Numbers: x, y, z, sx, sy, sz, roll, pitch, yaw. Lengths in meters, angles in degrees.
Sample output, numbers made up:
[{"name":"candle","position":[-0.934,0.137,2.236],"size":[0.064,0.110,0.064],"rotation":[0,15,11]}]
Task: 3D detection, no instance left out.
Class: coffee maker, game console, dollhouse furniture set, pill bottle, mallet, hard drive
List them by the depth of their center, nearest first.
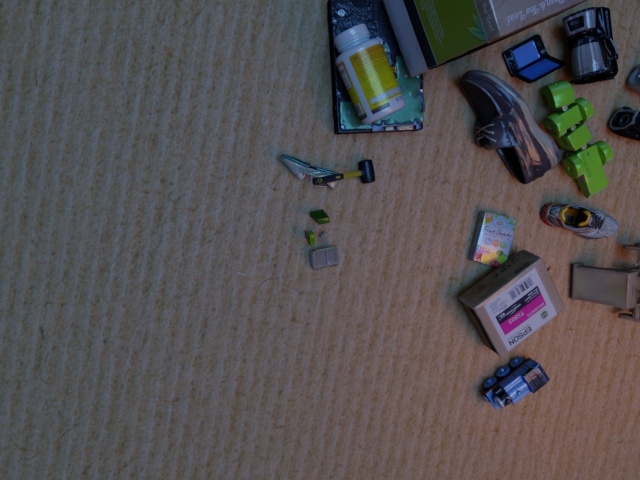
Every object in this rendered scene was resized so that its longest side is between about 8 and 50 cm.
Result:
[{"name":"pill bottle","position":[0.112,-0.396,1.233],"size":[0.117,0.117,0.215],"rotation":[-26,100,-6]},{"name":"mallet","position":[0.061,-0.175,1.319],"size":[0.189,0.039,0.063],"rotation":[-6,95,-33]},{"name":"hard drive","position":[0.143,-0.449,1.324],"size":[0.236,0.064,0.339],"rotation":[-5,96,-9]},{"name":"dollhouse furniture set","position":[0.000,0.000,1.366],"size":[0.076,0.058,0.152],"rotation":[-13,117,-15]},{"name":"game console","position":[0.574,-0.490,1.387],"size":[0.122,0.071,0.107],"rotation":[-28,100,-6]},{"name":"coffee maker","position":[0.727,-0.521,1.392],"size":[0.120,0.171,0.179],"rotation":[-8,94,29]},{"name":"dollhouse furniture set","position":[0.872,0.119,1.488],"size":[0.241,0.161,0.212],"rotation":[-4,97,-31]}]

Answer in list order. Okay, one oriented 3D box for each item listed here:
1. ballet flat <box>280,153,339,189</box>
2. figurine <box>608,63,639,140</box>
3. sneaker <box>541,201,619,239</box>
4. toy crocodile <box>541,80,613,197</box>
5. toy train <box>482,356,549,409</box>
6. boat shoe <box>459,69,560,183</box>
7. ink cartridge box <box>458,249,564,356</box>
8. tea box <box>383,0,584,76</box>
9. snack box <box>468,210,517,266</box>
[{"name":"ballet flat","position":[-0.030,-0.172,1.328],"size":[0.168,0.057,0.053],"rotation":[18,102,-10]},{"name":"figurine","position":[0.955,-0.365,1.463],"size":[0.209,0.092,0.215],"rotation":[23,91,-19]},{"name":"sneaker","position":[0.741,-0.050,1.448],"size":[0.225,0.092,0.088],"rotation":[9,94,-11]},{"name":"toy crocodile","position":[0.700,-0.277,1.422],"size":[0.115,0.105,0.341],"rotation":[-32,104,-1]},{"name":"toy train","position":[0.545,0.402,1.454],"size":[0.184,0.105,0.080],"rotation":[-35,100,-5]},{"name":"boat shoe","position":[0.485,-0.293,1.362],"size":[0.355,0.132,0.130],"rotation":[45,87,-9]},{"name":"ink cartridge box","position":[0.528,0.172,1.420],"size":[0.234,0.088,0.193],"rotation":[-36,111,-4]},{"name":"tea box","position":[0.379,-0.565,1.180],"size":[0.328,0.323,0.220],"rotation":[-28,104,-22]},{"name":"snack box","position":[0.480,-0.002,1.437],"size":[0.100,0.037,0.141],"rotation":[12,94,-11]}]
